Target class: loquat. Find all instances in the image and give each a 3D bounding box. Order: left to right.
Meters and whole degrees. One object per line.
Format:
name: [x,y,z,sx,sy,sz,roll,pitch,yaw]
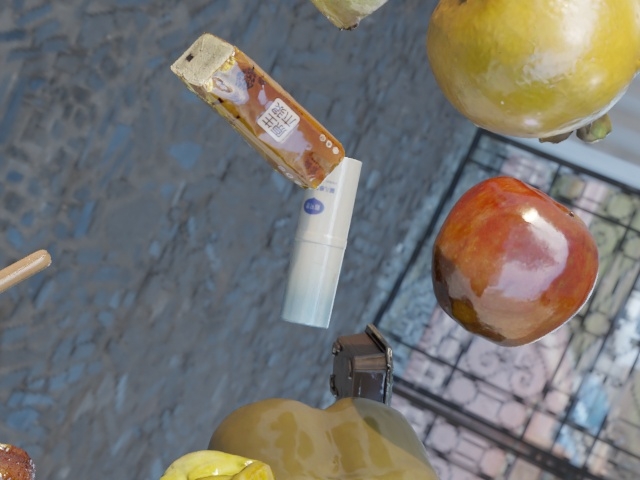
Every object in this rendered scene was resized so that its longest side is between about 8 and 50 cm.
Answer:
loquat: [0.340,-0.287,1.865,0.359,0.328,0.328,52,55,-22]

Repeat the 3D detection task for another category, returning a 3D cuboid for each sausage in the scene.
sausage: [-0.375,0.046,1.477,0.116,0.026,0.026,-32,147,-21]

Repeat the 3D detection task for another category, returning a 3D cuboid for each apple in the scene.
apple: [0.259,0.030,1.688,0.230,0.230,0.230,-51,155,-35]

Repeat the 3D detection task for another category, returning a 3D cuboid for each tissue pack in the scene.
tissue pack: [-0.085,-0.179,1.702,0.092,0.183,0.226,-46,116,-1]

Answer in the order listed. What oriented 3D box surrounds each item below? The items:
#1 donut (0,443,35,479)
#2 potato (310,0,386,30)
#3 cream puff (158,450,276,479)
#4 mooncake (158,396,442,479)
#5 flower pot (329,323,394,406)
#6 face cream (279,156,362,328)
donut: [-0.544,0.414,2.015,0.166,0.073,0.184,12,127,-33]
potato: [-0.001,-0.458,1.676,0.229,0.266,0.229,-42,-155,25]
cream puff: [-0.130,0.399,1.311,0.325,0.291,0.257,-24,-172,-8]
mooncake: [-0.016,0.441,1.877,0.262,0.467,0.467,-106,-162,-50]
flower pot: [0.075,0.269,2.431,0.251,0.084,0.178,-132,-134,-77]
face cream: [0.000,0.000,1.805,0.077,0.077,0.250,13,88,-69]
